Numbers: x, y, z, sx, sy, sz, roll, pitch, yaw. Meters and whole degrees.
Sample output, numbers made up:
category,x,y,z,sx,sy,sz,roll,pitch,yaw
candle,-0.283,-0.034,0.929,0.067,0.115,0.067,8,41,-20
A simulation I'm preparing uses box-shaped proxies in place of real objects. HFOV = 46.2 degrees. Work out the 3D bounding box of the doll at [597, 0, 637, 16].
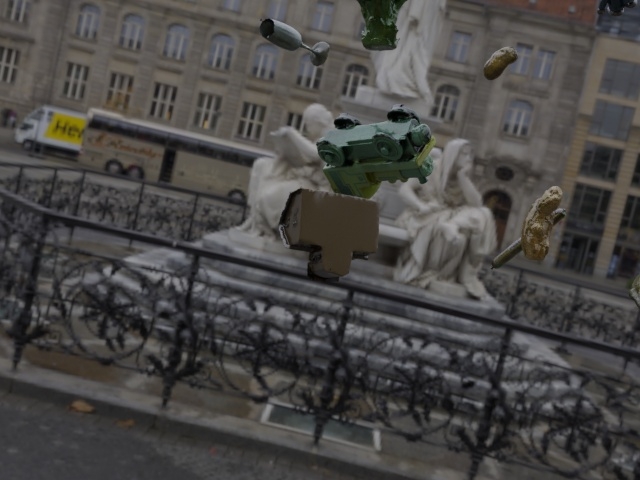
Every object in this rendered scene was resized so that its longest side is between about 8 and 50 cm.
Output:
category,x,y,z,sx,sy,sz,roll,pitch,yaw
doll,0.633,-0.556,1.613,0.152,0.114,0.085,45,15,-43

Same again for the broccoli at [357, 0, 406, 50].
category,x,y,z,sx,sy,sz,roll,pitch,yaw
broccoli,0.145,-0.620,1.824,0.298,0.297,0.297,-1,7,0

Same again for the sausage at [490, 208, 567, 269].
category,x,y,z,sx,sy,sz,roll,pitch,yaw
sausage,0.569,-0.003,2.065,0.033,0.269,0.033,36,28,-23

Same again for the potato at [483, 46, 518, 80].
category,x,y,z,sx,sy,sz,roll,pitch,yaw
potato,0.406,-0.404,1.705,0.045,0.092,0.046,38,12,-43

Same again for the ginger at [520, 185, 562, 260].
category,x,y,z,sx,sy,sz,roll,pitch,yaw
ginger,0.571,-0.043,1.974,0.081,0.205,0.115,27,-7,-23

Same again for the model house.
category,x,y,z,sx,sy,sz,roll,pitch,yaw
model house,0.000,0.000,1.557,0.181,0.176,0.248,8,-8,-15

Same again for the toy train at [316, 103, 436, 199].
category,x,y,z,sx,sy,sz,roll,pitch,yaw
toy train,0.158,-0.225,2.016,0.369,0.150,0.237,0,-46,45

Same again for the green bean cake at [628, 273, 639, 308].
category,x,y,z,sx,sy,sz,roll,pitch,yaw
green bean cake,0.907,0.127,1.710,0.202,0.285,0.310,35,22,-18

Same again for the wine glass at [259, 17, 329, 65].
category,x,y,z,sx,sy,sz,roll,pitch,yaw
wine glass,-0.072,-0.532,2.005,0.074,0.074,0.262,16,5,33
